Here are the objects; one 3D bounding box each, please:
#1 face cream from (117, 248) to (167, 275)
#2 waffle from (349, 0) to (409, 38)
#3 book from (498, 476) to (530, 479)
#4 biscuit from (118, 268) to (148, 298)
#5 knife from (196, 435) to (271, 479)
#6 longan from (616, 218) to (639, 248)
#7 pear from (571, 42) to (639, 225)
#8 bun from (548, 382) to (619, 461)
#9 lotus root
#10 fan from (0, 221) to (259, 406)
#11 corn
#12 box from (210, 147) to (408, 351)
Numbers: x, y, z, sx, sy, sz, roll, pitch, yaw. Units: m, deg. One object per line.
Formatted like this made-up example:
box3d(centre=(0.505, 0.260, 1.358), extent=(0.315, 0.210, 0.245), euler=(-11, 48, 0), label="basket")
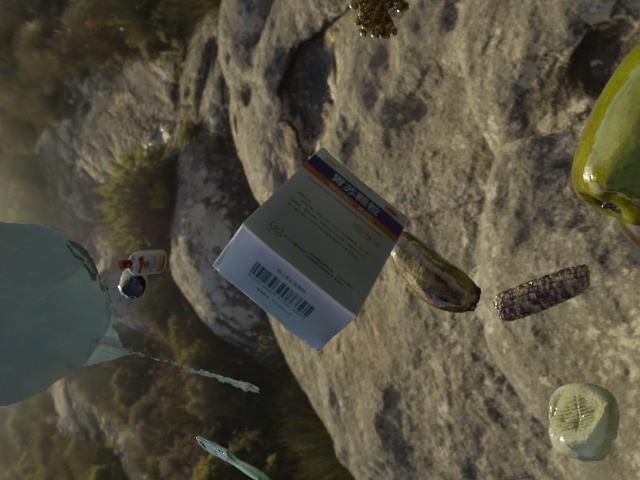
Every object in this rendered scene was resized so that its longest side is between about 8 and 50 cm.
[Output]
box3d(centre=(-0.271, 0.034, 0.866), extent=(0.021, 0.083, 0.040), euler=(19, 102, 29), label="face cream")
box3d(centre=(0.129, -0.562, 1.253), extent=(0.051, 0.231, 0.229), euler=(12, 117, 32), label="waffle")
box3d(centre=(0.276, 0.428, 0.986), extent=(0.172, 0.118, 0.012), euler=(93, 171, -63), label="book")
box3d(centre=(-0.393, 0.086, 1.198), extent=(0.061, 0.055, 0.219), euler=(-56, 15, -6), label="biscuit")
box3d(centre=(-0.213, 0.522, 1.366), extent=(0.293, 0.019, 0.043), euler=(5, 116, 46), label="knife")
box3d(centre=(0.841, -0.081, 1.373), extent=(0.258, 0.258, 0.258), euler=(1, 91, 51), label="longan")
box3d(centre=(0.503, -0.158, 0.790), extent=(0.307, 0.253, 0.253), euler=(-50, 50, 9), label="pear")
box3d(centre=(0.743, 0.516, 1.601), extent=(0.229, 0.145, 0.229), euler=(-42, 18, 17), label="bun")
box3d(centre=(0.223, 0.068, 1.199), extent=(0.258, 0.097, 0.110), euler=(42, 154, 38), label="lotus root")
box3d(centre=(-0.197, 0.077, 0.464), extent=(0.010, 0.310, 0.182), euler=(111, 178, -49), label="fan")
box3d(centre=(0.642, 0.151, 1.650), extent=(0.289, 0.098, 0.098), euler=(-29, 67, 28), label="corn")
box3d(centre=(0.000, 0.000, 0.895), extent=(0.200, 0.299, 0.106), euler=(39, 128, -1), label="box")
